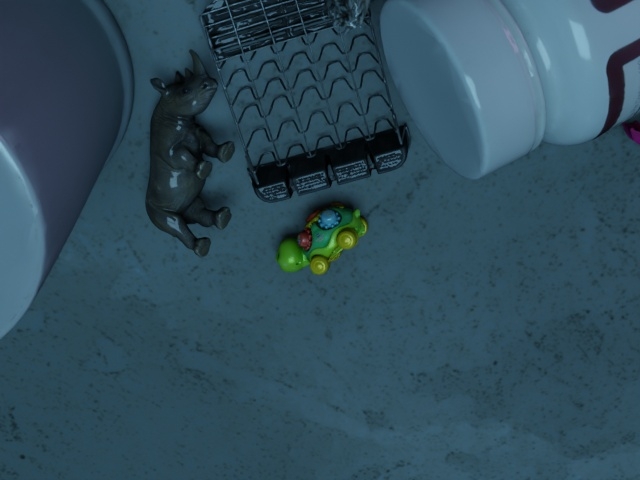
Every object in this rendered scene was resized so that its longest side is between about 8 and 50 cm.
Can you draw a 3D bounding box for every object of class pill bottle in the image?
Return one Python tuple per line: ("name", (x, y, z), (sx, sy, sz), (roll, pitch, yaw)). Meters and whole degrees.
("pill bottle", (0.270, -0.228, 0.850), (0.392, 0.224, 0.224), (-28, 118, -8))

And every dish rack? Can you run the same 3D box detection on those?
("dish rack", (-0.017, -0.181, 1.034), (0.208, 0.074, 0.272), (-15, 117, 5))

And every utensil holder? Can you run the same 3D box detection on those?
("utensil holder", (-0.378, -0.106, 0.883), (0.327, 0.385, 0.328), (-1, 118, -2))

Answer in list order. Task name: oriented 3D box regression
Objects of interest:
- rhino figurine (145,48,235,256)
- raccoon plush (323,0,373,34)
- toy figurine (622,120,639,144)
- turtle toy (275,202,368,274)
("rhino figurine", (-0.162, -0.108, 1.057), (0.106, 0.073, 0.243), (23, 122, 28))
("raccoon plush", (-0.015, -0.408, 0.788), (0.446, 0.216, 0.299), (34, 106, -31))
("toy figurine", (0.405, -0.183, 1.040), (0.173, 0.130, 0.159), (-38, 130, -9))
("turtle toy", (0.000, 0.000, 1.128), (0.130, 0.095, 0.066), (-42, 91, 18))
